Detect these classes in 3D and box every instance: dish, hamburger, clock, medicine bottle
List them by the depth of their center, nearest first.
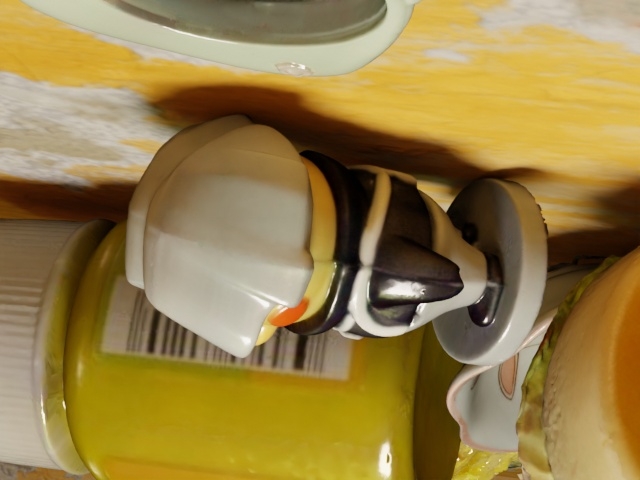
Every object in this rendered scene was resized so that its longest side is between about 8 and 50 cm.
[{"bbox_3d":[-0.030,-0.119,0.599,0.151,0.062,0.191,13,167,-16],"label":"clock"},{"bbox_3d":[0.261,0.118,0.994,0.300,0.300,0.176,10,152,-6],"label":"hamburger"},{"bbox_3d":[0.191,0.072,1.201,0.229,0.081,0.229,-11,149,-7],"label":"dish"},{"bbox_3d":[-0.093,0.088,1.219,0.384,0.224,0.224,4,167,16],"label":"medicine bottle"}]

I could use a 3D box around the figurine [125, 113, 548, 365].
[{"bbox_3d":[0.000,0.000,0.984,0.236,0.133,0.176,8,-172,-26],"label":"figurine"}]

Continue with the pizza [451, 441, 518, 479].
[{"bbox_3d":[0.128,0.108,1.362,0.288,0.075,0.280,-26,106,32],"label":"pizza"}]

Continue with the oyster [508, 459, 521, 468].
[{"bbox_3d":[0.208,0.135,1.485,0.351,0.162,0.158,14,-157,14],"label":"oyster"}]
